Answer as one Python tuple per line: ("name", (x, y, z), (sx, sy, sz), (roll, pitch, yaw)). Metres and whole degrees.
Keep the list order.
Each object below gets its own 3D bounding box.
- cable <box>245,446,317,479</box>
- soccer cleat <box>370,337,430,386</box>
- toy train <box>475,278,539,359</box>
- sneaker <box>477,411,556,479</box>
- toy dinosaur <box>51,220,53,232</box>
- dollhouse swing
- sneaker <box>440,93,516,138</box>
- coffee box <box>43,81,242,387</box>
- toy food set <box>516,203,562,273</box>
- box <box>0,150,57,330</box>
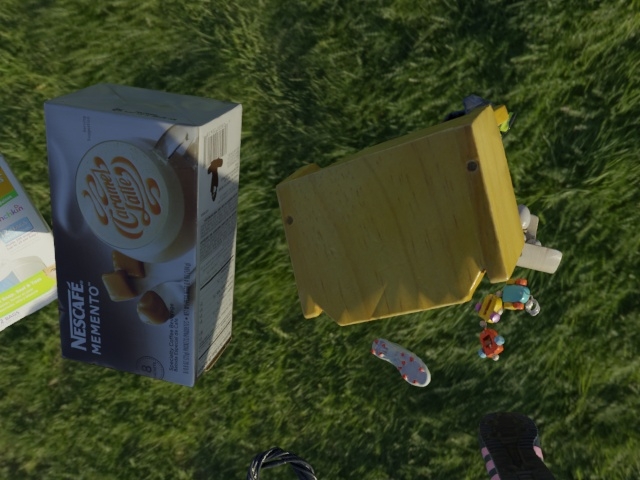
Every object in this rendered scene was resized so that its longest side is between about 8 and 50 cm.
("cable", (-0.084, 0.570, 1.719), (0.184, 0.047, 0.151), (20, 95, 1))
("soccer cleat", (0.208, 0.297, 1.800), (0.196, 0.076, 0.068), (31, 102, 44))
("toy train", (0.364, 0.151, 1.409), (0.166, 0.046, 0.125), (-51, 39, 32))
("sneaker", (0.334, 0.410, 1.250), (0.112, 0.319, 0.131), (-3, 104, 8))
("toy dinosaur", (-0.542, -0.006, 1.506), (0.053, 0.183, 0.093), (33, 102, 26))
("dollhouse swing", (0.163, -0.051, 1.201), (0.346, 0.305, 0.315), (-15, 85, 32))
("sneaker", (0.311, -0.220, 1.621), (0.121, 0.111, 0.300), (40, 143, 2))
("coffee box", (-0.157, -0.006, 0.664), (0.141, 0.098, 0.247), (11, 114, 12))
("toy food set", (0.368, -0.027, 1.519), (0.219, 0.306, 0.092), (12, 105, 5))
("box", (-0.373, -0.016, 0.813), (0.114, 0.203, 0.103), (-31, 46, -17))
